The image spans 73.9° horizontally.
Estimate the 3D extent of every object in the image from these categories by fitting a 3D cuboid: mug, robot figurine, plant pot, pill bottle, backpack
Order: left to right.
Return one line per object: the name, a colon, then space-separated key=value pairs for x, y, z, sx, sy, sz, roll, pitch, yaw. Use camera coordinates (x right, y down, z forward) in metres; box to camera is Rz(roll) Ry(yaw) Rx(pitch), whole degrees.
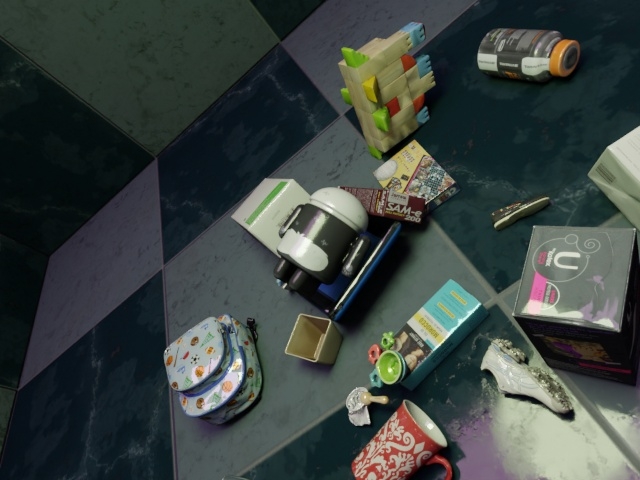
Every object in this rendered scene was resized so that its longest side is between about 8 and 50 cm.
backpack: x=-0.294 y=0.365 z=1.198 sx=0.276 sy=0.213 sz=0.263 roll=-39 pitch=53 yaw=6
plant pot: x=-0.007 y=0.264 z=1.099 sx=0.109 sy=0.096 sz=0.109 roll=3 pitch=63 yaw=40
robot figurine: x=0.002 y=0.002 z=1.070 sx=0.278 sy=0.209 sz=0.173 roll=-57 pitch=5 yaw=-5
mug: x=0.158 y=0.428 z=0.831 sx=0.169 sy=0.113 sz=0.150 roll=-48 pitch=40 yaw=6
pill bottle: x=0.570 y=-0.509 z=1.169 sx=0.130 sy=0.130 sz=0.246 roll=-50 pitch=41 yaw=-2

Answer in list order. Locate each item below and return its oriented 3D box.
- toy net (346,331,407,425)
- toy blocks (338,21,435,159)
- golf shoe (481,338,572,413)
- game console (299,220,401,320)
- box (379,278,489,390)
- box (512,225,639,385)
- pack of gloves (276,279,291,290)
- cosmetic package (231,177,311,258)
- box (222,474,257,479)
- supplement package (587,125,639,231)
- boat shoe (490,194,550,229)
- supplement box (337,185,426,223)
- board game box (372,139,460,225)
toy net: x=0.107 y=0.314 z=0.943 sx=0.232 sy=0.045 sz=0.122 roll=-58 pitch=40 yaw=23
toy blocks: x=0.227 y=-0.466 z=1.291 sx=0.261 sy=0.381 sz=0.191 roll=-37 pitch=42 yaw=-10
golf shoe: x=0.383 y=0.271 z=0.807 sx=0.086 sy=0.069 sz=0.176 roll=-61 pitch=36 yaw=16
game console: x=0.062 y=0.054 z=1.142 sx=0.173 sy=0.250 sz=0.293 roll=34 pitch=83 yaw=11
box: x=0.248 y=0.209 z=0.953 sx=0.244 sy=0.060 sz=0.100 roll=-46 pitch=41 yaw=2
box: x=0.439 y=0.112 z=0.707 sx=0.143 sy=0.270 sz=0.165 roll=4 pitch=63 yaw=41
pack of gloves: x=-0.032 y=0.055 z=1.238 sx=0.046 sy=0.195 sz=0.232 roll=36 pitch=85 yaw=17
cosmetic package: x=-0.143 y=-0.078 z=1.341 sx=0.197 sy=0.155 sz=0.365 roll=-50 pitch=21 yaw=-7
box: x=0.044 y=0.546 z=0.699 sx=0.396 sy=0.293 sz=0.211 roll=-10 pitch=54 yaw=34
supplement package: x=0.677 y=-0.162 z=0.745 sx=0.293 sy=0.177 sz=0.175 roll=-36 pitch=71 yaw=13
boat shoe: x=0.463 y=-0.074 z=0.993 sx=0.133 sy=0.049 sz=0.042 roll=-30 pitch=53 yaw=26
supplement box: x=0.155 y=-0.100 z=1.165 sx=0.239 sy=0.130 sz=0.073 roll=15 pitch=96 yaw=60
board game box: x=0.270 y=-0.173 z=1.235 sx=0.165 sy=0.042 sz=0.243 roll=-37 pitch=43 yaw=13
